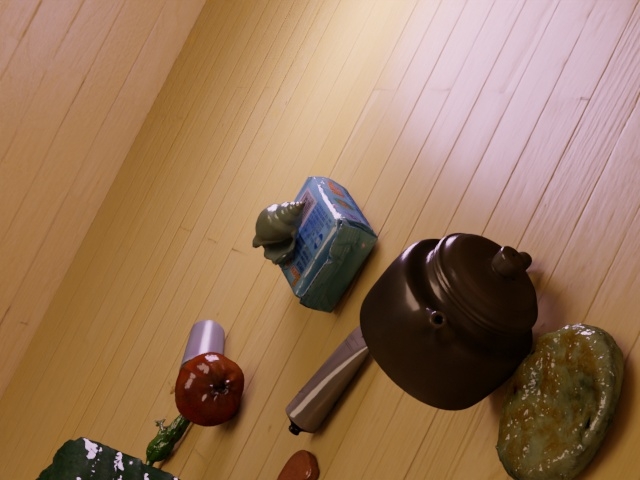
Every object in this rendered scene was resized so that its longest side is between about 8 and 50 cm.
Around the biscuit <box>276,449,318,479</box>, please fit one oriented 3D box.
[{"bbox_3d":[-0.046,0.354,1.834,0.130,0.019,0.102,-63,21,-1],"label":"biscuit"}]

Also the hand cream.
[{"bbox_3d":[0.015,0.197,1.852,0.186,0.054,0.087,-53,18,6],"label":"hand cream"}]

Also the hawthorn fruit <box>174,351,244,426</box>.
[{"bbox_3d":[-0.184,0.245,2.151,0.128,0.128,0.128,-48,26,32],"label":"hawthorn fruit"}]

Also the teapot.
[{"bbox_3d":[0.170,0.069,1.485,0.175,0.185,0.268,-47,-10,34],"label":"teapot"}]

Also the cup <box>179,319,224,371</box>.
[{"bbox_3d":[-0.206,0.211,2.312,0.116,0.074,0.104,-86,3,-53],"label":"cup"}]

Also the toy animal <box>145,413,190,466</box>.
[{"bbox_3d":[-0.261,0.329,2.318,0.217,0.041,0.075,-52,25,14],"label":"toy animal"}]

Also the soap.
[{"bbox_3d":[0.000,0.000,2.075,0.156,0.077,0.293,-58,21,12],"label":"soap"}]

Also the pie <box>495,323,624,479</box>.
[{"bbox_3d":[0.247,0.172,1.367,0.187,0.041,0.187,-48,26,33],"label":"pie"}]

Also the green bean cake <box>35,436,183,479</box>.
[{"bbox_3d":[-0.309,0.460,1.907,0.300,0.308,0.169,-50,23,23],"label":"green bean cake"}]

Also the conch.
[{"bbox_3d":[-0.059,-0.014,2.050,0.065,0.088,0.180,-24,-14,-35],"label":"conch"}]
